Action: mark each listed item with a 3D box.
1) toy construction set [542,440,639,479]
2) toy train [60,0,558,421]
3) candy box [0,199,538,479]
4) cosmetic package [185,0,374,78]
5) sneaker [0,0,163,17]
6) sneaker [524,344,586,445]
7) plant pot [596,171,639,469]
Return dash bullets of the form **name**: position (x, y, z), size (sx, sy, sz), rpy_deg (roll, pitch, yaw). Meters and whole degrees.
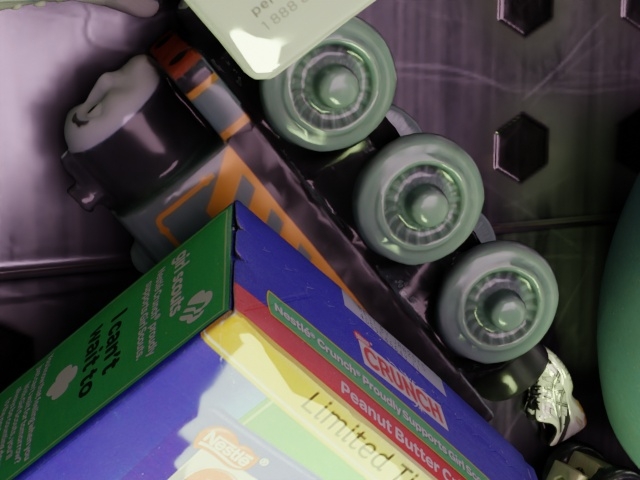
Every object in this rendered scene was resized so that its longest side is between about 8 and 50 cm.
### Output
- **toy construction set**: position (0.211, 0.272, 0.962), size (0.327, 0.151, 0.215), rpy_deg (24, 91, -38)
- **toy train**: position (0.000, 0.000, 0.810), size (0.190, 0.142, 0.334), rpy_deg (-40, 114, -2)
- **candy box**: position (-0.070, 0.175, 0.751), size (0.317, 0.122, 0.268), rpy_deg (-40, 117, 16)
- **cosmetic package**: position (-0.113, -0.311, 0.571), size (0.161, 0.230, 0.453), rpy_deg (-35, 120, 11)
- **sneaker**: position (-0.180, -0.147, 0.737), size (0.190, 0.071, 0.083), rpy_deg (17, 107, -25)
- **sneaker**: position (0.158, 0.109, 0.957), size (0.037, 0.032, 0.083), rpy_deg (-34, 112, -15)
- **plant pot**: position (0.300, 0.075, 0.906), size (0.290, 0.290, 0.195), rpy_deg (8, 134, -26)
